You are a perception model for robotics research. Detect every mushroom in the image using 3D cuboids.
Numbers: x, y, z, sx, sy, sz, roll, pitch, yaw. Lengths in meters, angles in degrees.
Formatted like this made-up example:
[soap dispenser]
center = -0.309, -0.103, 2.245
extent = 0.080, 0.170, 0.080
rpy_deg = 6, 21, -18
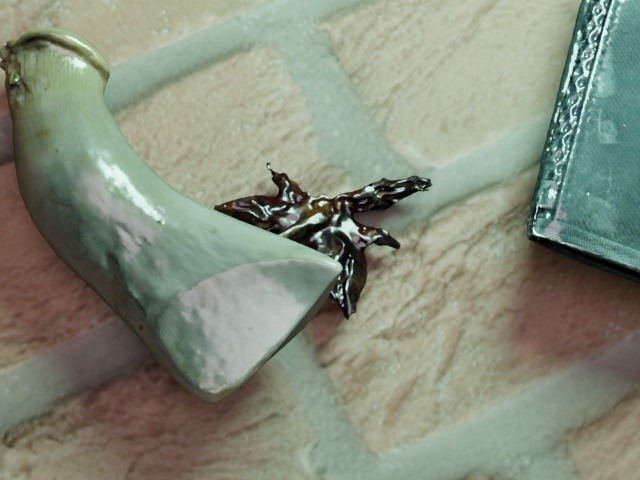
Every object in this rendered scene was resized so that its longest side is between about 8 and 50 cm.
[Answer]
[mushroom]
center = -0.175, -0.033, 1.138
extent = 0.397, 0.126, 0.177
rpy_deg = 41, 93, 12

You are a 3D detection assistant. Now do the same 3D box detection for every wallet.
[wallet]
center = 0.341, -0.115, 1.170
extent = 0.237, 0.075, 0.342
rpy_deg = 18, 74, -3

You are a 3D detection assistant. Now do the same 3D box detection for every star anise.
[star anise]
center = 0.000, 0.002, 1.182
extent = 0.212, 0.053, 0.157
rpy_deg = 6, 73, -3
